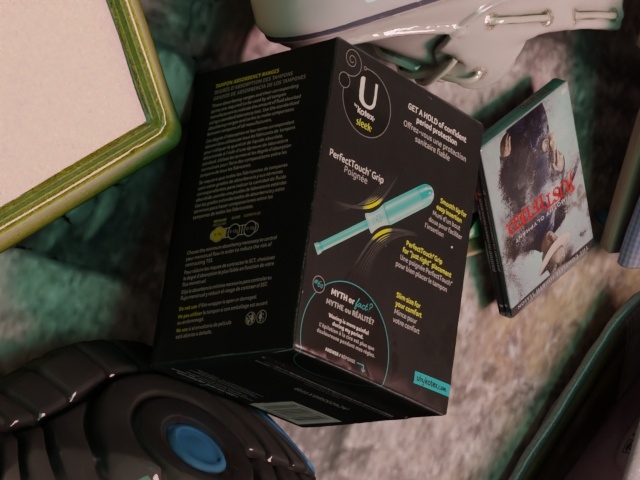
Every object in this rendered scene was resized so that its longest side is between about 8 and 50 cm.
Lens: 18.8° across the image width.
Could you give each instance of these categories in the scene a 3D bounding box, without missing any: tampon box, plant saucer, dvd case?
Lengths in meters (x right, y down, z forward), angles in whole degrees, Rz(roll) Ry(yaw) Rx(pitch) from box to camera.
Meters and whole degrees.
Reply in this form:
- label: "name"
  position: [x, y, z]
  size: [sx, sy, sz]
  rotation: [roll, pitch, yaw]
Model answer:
- label: "tampon box"
  position: [0.000, 0.000, 0.972]
  size: [0.120, 0.101, 0.161]
  rotation: [27, 63, -42]
- label: "plant saucer"
  position: [-0.148, -0.082, 0.887]
  size: [0.188, 0.045, 0.188]
  rotation: [-34, 121, -30]
- label: "dvd case"
  position: [0.127, -0.025, 1.148]
  size: [0.087, 0.013, 0.119]
  rotation: [-37, 129, -34]

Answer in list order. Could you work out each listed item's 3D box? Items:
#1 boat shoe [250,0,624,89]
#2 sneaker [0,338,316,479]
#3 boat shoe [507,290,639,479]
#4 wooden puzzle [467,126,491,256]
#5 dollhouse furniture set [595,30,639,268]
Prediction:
- label: "boat shoe"
  position: [0.074, -0.124, 1.044]
  size: [0.267, 0.096, 0.088]
  rotation: [-22, 110, -45]
- label: "sneaker"
  position: [-0.138, 0.131, 0.926]
  size: [0.341, 0.125, 0.139]
  rotation: [9, 122, -45]
- label: "boat shoe"
  position: [0.145, 0.170, 1.166]
  size: [0.320, 0.118, 0.103]
  rotation: [-49, 122, -26]
- label: "wooden puzzle"
  position: [0.086, -0.026, 1.127]
  size: [0.116, 0.014, 0.078]
  rotation: [-24, 115, -35]
- label: "dollhouse furniture set"
  position: [0.318, -0.003, 1.177]
  size: [0.303, 0.198, 0.286]
  rotation: [-3, 122, -29]
